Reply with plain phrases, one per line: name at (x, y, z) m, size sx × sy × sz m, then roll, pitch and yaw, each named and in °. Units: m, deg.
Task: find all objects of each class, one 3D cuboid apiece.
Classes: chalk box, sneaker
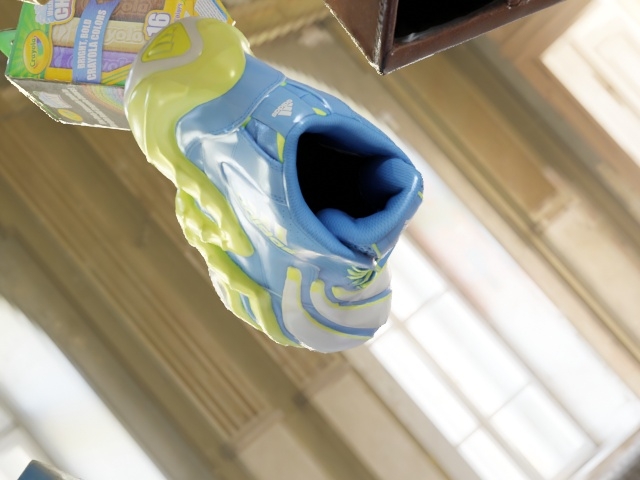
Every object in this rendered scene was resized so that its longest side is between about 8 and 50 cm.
chalk box at (-0.211, -0.189, 1.473) m, size 0.132 × 0.213 × 0.132 m, roll 49°, pitch -128°, yaw -69°
sneaker at (0.000, 0.000, 0.722) m, size 0.091 × 0.126 × 0.240 m, roll -51°, pitch -41°, yaw -11°

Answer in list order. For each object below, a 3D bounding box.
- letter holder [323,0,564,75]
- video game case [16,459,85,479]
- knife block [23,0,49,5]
letter holder at (0.022, -0.271, 0.716) m, size 0.152 × 0.302 × 0.214 m, roll -24°, pitch -31°, yaw -18°
video game case at (-0.179, 0.274, 0.908) m, size 0.269 × 0.061 × 0.244 m, roll -53°, pitch -27°, yaw -5°
knife block at (-0.199, -0.195, 0.861) m, size 0.088 × 0.275 × 0.242 m, roll -50°, pitch -15°, yaw -9°
